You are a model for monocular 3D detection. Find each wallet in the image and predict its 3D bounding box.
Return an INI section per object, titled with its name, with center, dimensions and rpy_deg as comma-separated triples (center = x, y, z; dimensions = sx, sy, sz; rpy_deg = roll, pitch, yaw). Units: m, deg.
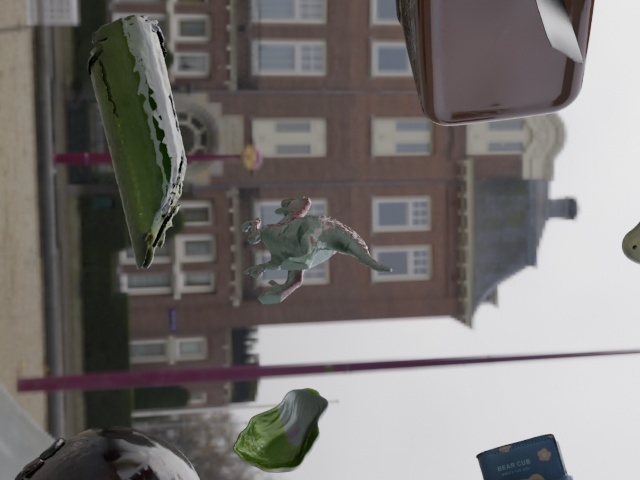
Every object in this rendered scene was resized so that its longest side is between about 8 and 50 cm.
[wallet]
center = 0.328, 0.407, 1.504
dimensions = 0.059, 0.141, 0.202
rpy_deg = 50, 24, -53

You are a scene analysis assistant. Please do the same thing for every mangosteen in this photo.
[mangosteen]
center = -0.288, 0.437, 1.398
dimensions = 0.347, 0.307, 0.307
rpy_deg = 49, -17, 1

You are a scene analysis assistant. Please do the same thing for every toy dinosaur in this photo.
[toy dinosaur]
center = 0.000, 0.000, 1.058
dimensions = 0.242, 0.167, 0.053
rpy_deg = -4, -56, 44

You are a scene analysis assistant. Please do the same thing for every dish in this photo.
[dish]
center = -0.038, 0.231, 1.157
dimensions = 0.137, 0.091, 0.039
rpy_deg = -47, 141, -46

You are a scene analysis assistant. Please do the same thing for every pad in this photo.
[pad]
center = 0.260, -0.257, 1.099
dimensions = 0.157, 0.003, 0.112
rpy_deg = -1, 74, -62

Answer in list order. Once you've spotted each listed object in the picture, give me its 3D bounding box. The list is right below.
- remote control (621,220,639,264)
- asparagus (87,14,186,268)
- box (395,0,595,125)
[remote control]
center = 0.422, 0.021, 1.175
dimensions = 0.122, 0.074, 0.032
rpy_deg = 44, 2, 15
[asparagus]
center = -0.263, -0.148, 1.482
dimensions = 0.108, 0.128, 0.382
rpy_deg = -20, -100, 36
[box]
center = 0.225, -0.344, 1.299
dimensions = 0.339, 0.239, 0.229
rpy_deg = 79, 4, -52
